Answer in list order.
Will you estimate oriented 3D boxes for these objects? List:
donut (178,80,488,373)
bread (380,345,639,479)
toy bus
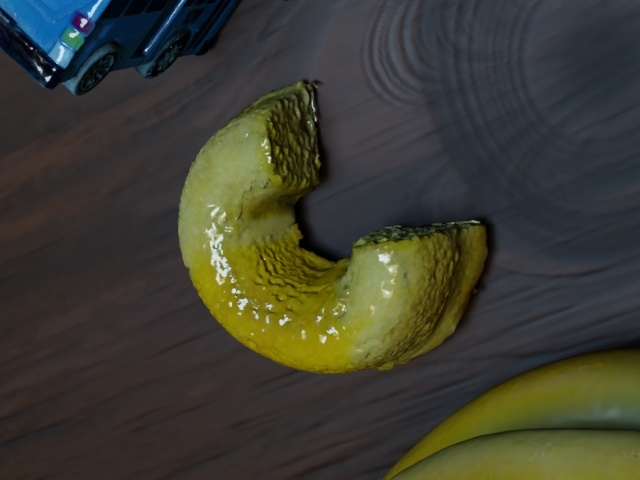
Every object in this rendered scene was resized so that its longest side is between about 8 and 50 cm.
[{"bbox_3d":[-0.007,0.007,0.884,0.181,0.078,0.146,40,117,11],"label":"donut"},{"bbox_3d":[0.129,0.261,0.803,0.329,0.245,0.424,41,116,8],"label":"bread"},{"bbox_3d":[-0.104,-0.146,0.818,0.090,0.184,0.106,41,112,8],"label":"toy bus"}]
